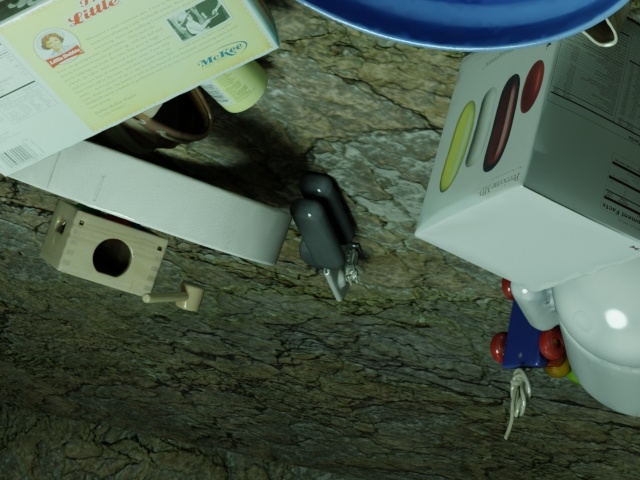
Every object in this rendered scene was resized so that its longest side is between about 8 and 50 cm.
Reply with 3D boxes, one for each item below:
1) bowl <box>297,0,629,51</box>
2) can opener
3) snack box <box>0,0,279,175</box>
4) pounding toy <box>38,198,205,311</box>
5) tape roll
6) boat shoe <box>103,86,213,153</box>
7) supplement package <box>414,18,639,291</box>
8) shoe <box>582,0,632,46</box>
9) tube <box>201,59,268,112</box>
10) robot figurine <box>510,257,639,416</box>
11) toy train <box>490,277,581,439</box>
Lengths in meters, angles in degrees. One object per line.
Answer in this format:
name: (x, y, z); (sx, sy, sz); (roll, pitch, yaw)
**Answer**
bowl: (0.068, -0.294, 0.996); (0.391, 0.077, 0.391); (17, 150, 10)
can opener: (0.000, 0.000, 1.852); (0.093, 0.074, 0.280); (12, 158, 14)
snack box: (-0.222, -0.192, 1.337); (0.322, 0.060, 0.187); (-24, 145, 10)
pounding toy: (-0.239, 0.020, 1.807); (0.206, 0.094, 0.181); (19, -179, -24)
tape roll: (-0.225, -0.063, 1.690); (0.392, 0.072, 0.392); (20, 179, 0)
boat shoe: (-0.211, -0.190, 1.497); (0.116, 0.123, 0.324); (4, 165, 21)
supplement package: (0.216, -0.087, 1.299); (0.149, 0.203, 0.194); (24, 157, -19)
shoe: (0.193, -0.237, 1.141); (0.076, 0.058, 0.219); (-5, 150, 43)
tube: (-0.145, -0.224, 1.437); (0.240, 0.070, 0.062); (41, -179, -42)
robot figurine: (0.372, 0.078, 1.594); (0.300, 0.199, 0.353); (1, 155, 15)
toy train: (0.300, 0.155, 1.782); (0.143, 0.248, 0.105); (25, 158, -33)
